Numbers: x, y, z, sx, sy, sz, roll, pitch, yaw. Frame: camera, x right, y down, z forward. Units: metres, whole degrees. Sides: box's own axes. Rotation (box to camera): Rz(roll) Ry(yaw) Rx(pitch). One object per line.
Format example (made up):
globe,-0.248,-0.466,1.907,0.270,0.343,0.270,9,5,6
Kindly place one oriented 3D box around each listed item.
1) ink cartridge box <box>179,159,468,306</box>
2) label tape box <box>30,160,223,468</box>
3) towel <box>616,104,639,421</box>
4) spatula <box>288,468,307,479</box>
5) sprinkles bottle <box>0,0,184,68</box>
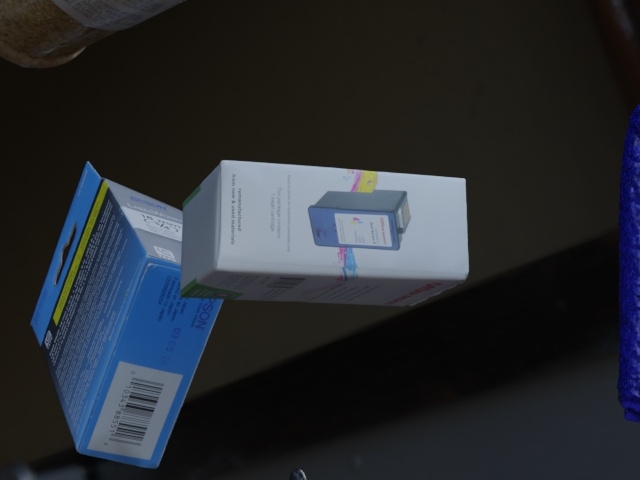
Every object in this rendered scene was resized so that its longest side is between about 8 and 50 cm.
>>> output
ink cartridge box,0.000,0.000,1.119,0.212,0.093,0.154,5,-12,-16
label tape box,-0.233,0.075,1.565,0.106,0.240,0.333,16,15,-25
towel,0.255,0.030,0.962,0.076,0.227,0.308,-7,-7,17
spatula,-0.027,0.342,1.263,0.030,0.296,0.084,-5,25,-24
sprinkles bottle,-0.086,-0.208,0.805,0.355,0.121,0.121,-16,-1,43
